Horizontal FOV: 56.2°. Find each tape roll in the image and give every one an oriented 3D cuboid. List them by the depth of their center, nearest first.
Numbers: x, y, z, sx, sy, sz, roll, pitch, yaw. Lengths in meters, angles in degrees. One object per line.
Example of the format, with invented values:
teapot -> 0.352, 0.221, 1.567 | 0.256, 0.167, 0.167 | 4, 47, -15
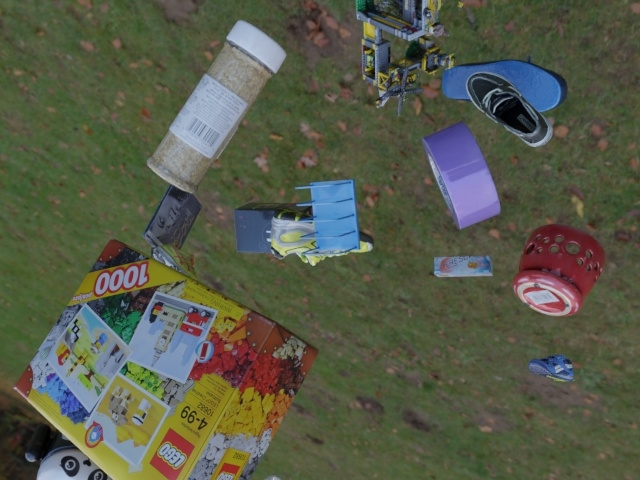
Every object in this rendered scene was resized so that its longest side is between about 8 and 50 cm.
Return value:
tape roll -> 0.262, -0.121, 1.124 | 0.080, 0.189, 0.189 | -22, 133, 8

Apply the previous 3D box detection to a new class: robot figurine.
robot figurine -> -0.571, 0.517, 1.451 | 0.209, 0.278, 0.173 | -12, 114, 0

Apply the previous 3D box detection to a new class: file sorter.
file sorter -> 0.013, -0.053, 1.420 | 0.118, 0.104, 0.170 | -1, 99, 32

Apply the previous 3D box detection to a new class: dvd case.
dvd case -> -0.441, -0.062, 1.808 | 0.018, 0.221, 0.164 | 9, 151, 24

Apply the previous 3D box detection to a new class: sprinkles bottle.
sprinkles bottle -> -0.216, -0.273, 1.240 | 0.121, 0.355, 0.121 | 35, -175, -4

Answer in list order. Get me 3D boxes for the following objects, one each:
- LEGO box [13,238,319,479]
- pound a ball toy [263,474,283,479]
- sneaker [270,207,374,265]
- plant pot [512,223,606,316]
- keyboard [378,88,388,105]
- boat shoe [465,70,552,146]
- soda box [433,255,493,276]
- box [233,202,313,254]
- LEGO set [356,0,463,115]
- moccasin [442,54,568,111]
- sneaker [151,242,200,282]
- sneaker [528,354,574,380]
LEGO box -> -0.313, 0.260, 1.193 | 0.500, 0.372, 0.193 | 20, 165, 35
pound a ball toy -> -0.206, 0.861, 1.870 | 0.136, 0.208, 0.319 | 40, 140, 23
sneaker -> 0.000, 0.000, 1.882 | 0.385, 0.147, 0.145 | 11, -169, -34
plant pot -> 0.585, 0.083, 1.487 | 0.191, 0.174, 0.191 | 26, 154, 13
keyboard -> 0.177, -0.542, 1.829 | 0.014, 0.255, 0.072 | -8, 171, -7
boat shoe -> 0.354, -0.266, 1.156 | 0.070, 0.077, 0.219 | 12, -148, -48
soda box -> 0.465, 0.085, 1.953 | 0.183, 0.058, 0.063 | -3, 165, 25
box -> -0.164, -0.046, 2.192 | 0.271, 0.143, 0.165 | 2, 105, 18
LEGO set -> 0.212, -0.442, 1.252 | 0.192, 0.255, 0.331 | 40, 141, 39
moccasin -> 0.460, -0.397, 1.480 | 0.342, 0.117, 0.137 | 30, 125, 45
sneaker -> -0.387, 0.074, 1.703 | 0.208, 0.094, 0.081 | 44, 137, 21
sneaker -> 0.555, 0.300, 1.447 | 0.144, 0.059, 0.053 | 21, 162, -30
